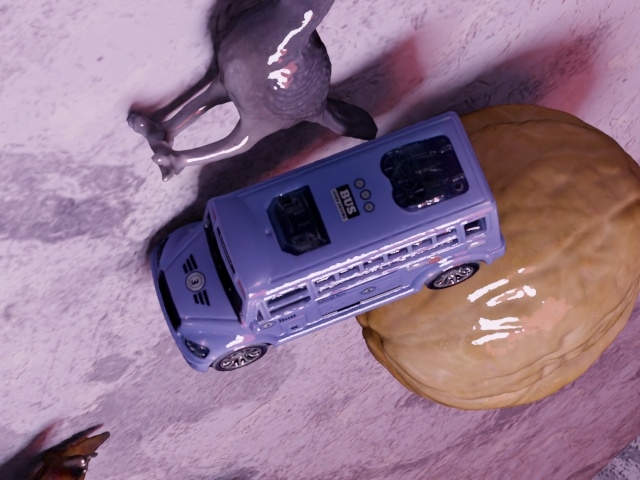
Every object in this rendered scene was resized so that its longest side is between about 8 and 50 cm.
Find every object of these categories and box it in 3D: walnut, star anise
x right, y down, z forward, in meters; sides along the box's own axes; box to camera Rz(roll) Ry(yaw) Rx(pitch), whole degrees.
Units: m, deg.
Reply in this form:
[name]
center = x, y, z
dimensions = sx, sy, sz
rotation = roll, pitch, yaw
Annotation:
[walnut]
center = 0.171, 0.009, 1.845
dimensions = 0.313, 0.252, 0.277
rotation = -32, 155, -16
[star anise]
center = -0.302, 0.274, 1.868
dimensions = 0.272, 0.102, 0.272
rotation = -53, -179, 1

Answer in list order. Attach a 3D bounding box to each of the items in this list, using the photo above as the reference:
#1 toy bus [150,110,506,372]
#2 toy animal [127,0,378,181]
[toy bus]
center = 0.000, 0.000, 1.653
dimensions = 0.292, 0.125, 0.133
rotation = -21, 159, -2
[toy animal]
center = -0.047, -0.113, 1.509
dimensions = 0.206, 0.081, 0.367
rotation = -32, 161, -9
